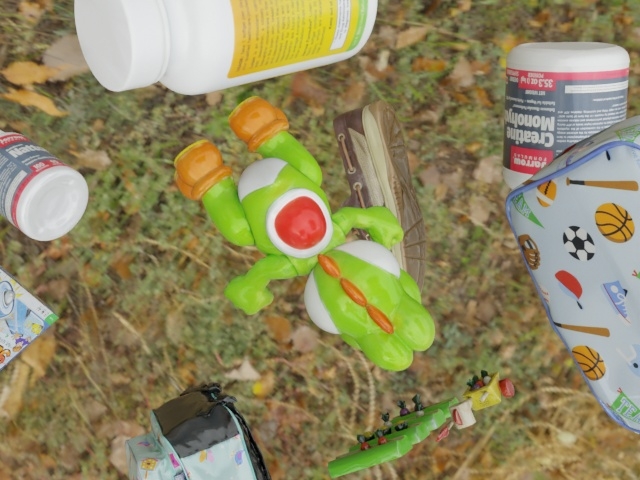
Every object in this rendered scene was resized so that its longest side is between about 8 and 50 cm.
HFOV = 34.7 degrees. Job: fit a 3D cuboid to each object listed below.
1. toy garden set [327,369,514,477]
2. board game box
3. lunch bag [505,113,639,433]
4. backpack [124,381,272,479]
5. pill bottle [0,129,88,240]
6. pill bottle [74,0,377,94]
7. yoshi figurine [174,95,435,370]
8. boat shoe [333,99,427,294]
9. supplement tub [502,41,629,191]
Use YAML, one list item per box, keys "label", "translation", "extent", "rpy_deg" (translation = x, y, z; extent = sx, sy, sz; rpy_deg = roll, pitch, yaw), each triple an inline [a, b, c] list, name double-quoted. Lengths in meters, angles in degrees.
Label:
- label: "toy garden set"
  translation: [0.142, 0.241, 1.407]
  extent: [0.244, 0.204, 0.049]
  rpy_deg: [-13, 81, -64]
- label: "board game box"
  translation: [-0.487, 0.112, 1.500]
  extent: [0.136, 0.035, 0.201]
  rpy_deg: [-43, 152, -8]
- label: "lunch bag"
  translation: [0.321, 0.038, 0.942]
  extent: [0.115, 0.243, 0.303]
  rpy_deg: [-31, 91, -31]
- label: "backpack"
  translation: [-0.120, 0.267, 1.084]
  extent: [0.144, 0.166, 0.188]
  rpy_deg: [-30, 101, -15]
- label: "pill bottle"
  translation: [-0.409, -0.084, 1.383]
  extent: [0.108, 0.180, 0.108]
  rpy_deg: [-36, 143, -33]
- label: "pill bottle"
  translation: [-0.082, -0.205, 0.899]
  extent: [0.246, 0.136, 0.136]
  rpy_deg: [-20, 115, -34]
- label: "yoshi figurine"
  translation: [-0.004, 0.012, 1.231]
  extent: [0.203, 0.362, 0.203]
  rpy_deg: [-24, 158, -49]
- label: "boat shoe"
  translation: [0.090, -0.056, 1.712]
  extent: [0.123, 0.123, 0.342]
  rpy_deg: [-17, 95, -65]
- label: "supplement tub"
  translation: [0.390, -0.176, 1.641]
  extent: [0.191, 0.191, 0.272]
  rpy_deg: [-9, 107, -29]
